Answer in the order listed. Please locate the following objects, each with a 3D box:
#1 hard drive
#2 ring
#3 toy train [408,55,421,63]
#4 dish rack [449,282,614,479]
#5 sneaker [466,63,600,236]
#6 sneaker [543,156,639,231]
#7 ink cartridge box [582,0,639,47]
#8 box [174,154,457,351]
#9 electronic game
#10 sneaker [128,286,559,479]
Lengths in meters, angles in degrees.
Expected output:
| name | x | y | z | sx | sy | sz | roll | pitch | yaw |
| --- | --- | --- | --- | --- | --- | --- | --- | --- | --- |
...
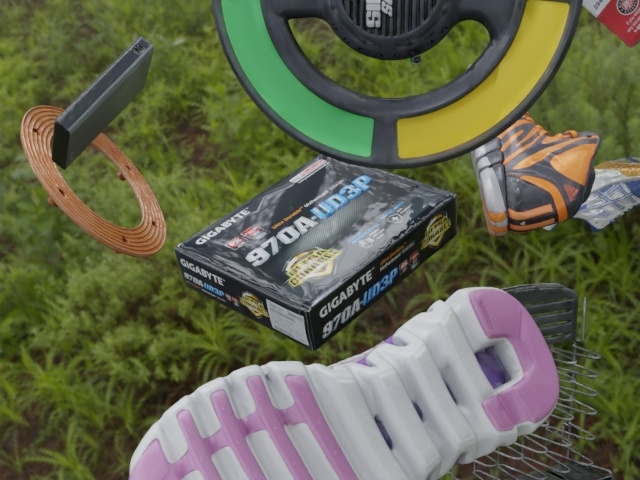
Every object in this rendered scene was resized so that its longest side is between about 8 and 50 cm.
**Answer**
| name | x | y | z | sx | sy | sz | roll | pitch | yaw |
| --- | --- | --- | --- | --- | --- | --- | --- | --- | --- |
| hard drive | -0.229 | -0.143 | 0.916 | 0.135 | 0.022 | 0.094 | -54 | 3 | -27 |
| ring | -0.408 | -0.102 | 1.578 | 0.032 | 0.336 | 0.336 | -38 | 24 | 16 |
| toy train | 0.092 | -0.215 | 0.881 | 0.017 | 0.083 | 0.024 | -16 | 38 | -4 |
| dish rack | 0.237 | 0.187 | 0.994 | 0.208 | 0.271 | 0.074 | -6 | 11 | -30 |
| sneaker | 0.318 | -0.148 | 1.319 | 0.180 | 0.124 | 0.321 | -10 | 57 | 8 |
| sneaker | 0.562 | -0.086 | 1.699 | 0.296 | 0.131 | 0.112 | -4 | 15 | 17 |
| ink cartridge box | 0.378 | -0.417 | 1.118 | 0.114 | 0.273 | 0.197 | -32 | -17 | -41 |
| box | 0.000 | 0.000 | 0.848 | 0.175 | 0.051 | 0.220 | 23 | 45 | 37 |
| electronic game | 0.044 | -0.157 | 0.537 | 0.229 | 0.229 | 0.048 | -15 | 13 | 14 |
| sneaker | 0.010 | 0.103 | 0.451 | 0.236 | 0.095 | 0.104 | -17 | -14 | -31 |
